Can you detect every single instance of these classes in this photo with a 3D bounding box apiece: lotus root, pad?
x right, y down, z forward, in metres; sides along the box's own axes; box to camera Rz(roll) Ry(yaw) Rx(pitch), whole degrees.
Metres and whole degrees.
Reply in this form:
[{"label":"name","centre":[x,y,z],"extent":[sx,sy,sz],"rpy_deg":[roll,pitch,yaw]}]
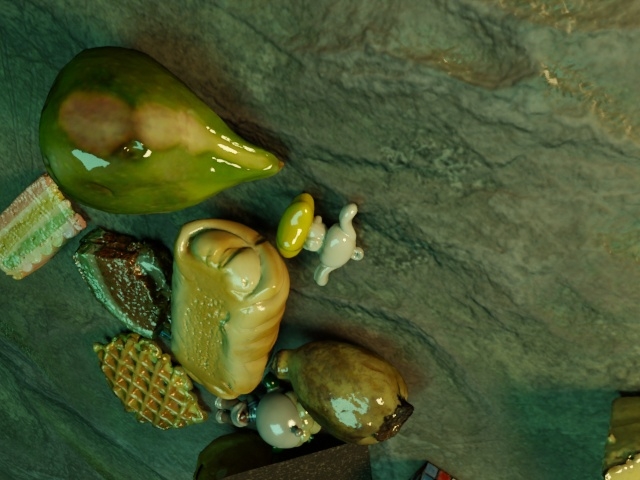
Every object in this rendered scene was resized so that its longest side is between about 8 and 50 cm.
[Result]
[{"label":"lotus root","centre":[0.028,0.204,0.892],"extent":[0.214,0.138,0.138],"rpy_deg":[26,134,14]},{"label":"pad","centre":[-0.068,0.450,1.083],"extent":[0.330,0.004,0.220],"rpy_deg":[-13,125,-8]}]

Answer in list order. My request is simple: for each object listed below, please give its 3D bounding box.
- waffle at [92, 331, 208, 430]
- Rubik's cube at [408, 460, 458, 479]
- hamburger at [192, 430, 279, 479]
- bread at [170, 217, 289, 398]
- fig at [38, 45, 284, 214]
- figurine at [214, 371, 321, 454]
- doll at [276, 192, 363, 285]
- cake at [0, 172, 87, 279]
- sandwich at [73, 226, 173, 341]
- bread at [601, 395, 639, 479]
[{"label":"waffle","centre":[-0.339,0.277,1.244],"extent":[0.243,0.058,0.237],"rpy_deg":[-9,116,35]},{"label":"Rubik's cube","centre":[0.175,0.425,0.992],"extent":[0.092,0.092,0.092],"rpy_deg":[30,135,9]},{"label":"hamburger","centre":[-0.145,0.449,1.163],"extent":[0.186,0.177,0.113],"rpy_deg":[2,118,15]},{"label":"bread","centre":[-0.136,0.102,0.918],"extent":[0.173,0.121,0.311],"rpy_deg":[31,135,14]},{"label":"fig","centre":[-0.181,-0.112,0.754],"extent":[0.275,0.206,0.206],"rpy_deg":[14,137,-15]},{"label":"figurine","centre":[-0.088,0.291,1.064],"extent":[0.197,0.094,0.147],"rpy_deg":[4,104,40]},{"label":"doll","centre":[0.002,-0.005,0.788],"extent":[0.113,0.071,0.135],"rpy_deg":[41,132,-13]},{"label":"cake","centre":[-0.500,-0.016,1.088],"extent":[0.225,0.090,0.109],"rpy_deg":[-29,102,43]},{"label":"sandwich","centre":[-0.298,0.086,1.040],"extent":[0.159,0.079,0.235],"rpy_deg":[-9,118,37]},{"label":"bread","centre":[0.436,0.287,0.683],"extent":[0.178,0.135,0.240],"rpy_deg":[-14,113,39]}]
